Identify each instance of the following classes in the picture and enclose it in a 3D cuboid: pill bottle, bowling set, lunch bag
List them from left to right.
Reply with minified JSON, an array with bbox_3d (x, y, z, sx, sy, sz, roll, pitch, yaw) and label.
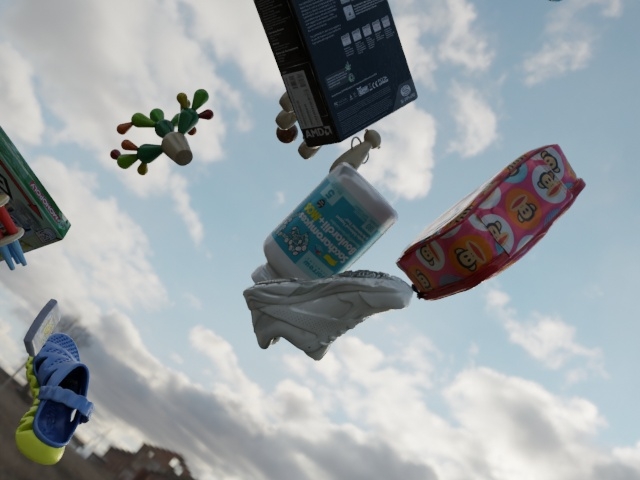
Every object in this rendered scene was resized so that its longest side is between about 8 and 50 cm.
[{"bbox_3d":[-0.014,-0.283,1.752,0.200,0.154,0.287,27,-21,49],"label":"bowling set"},{"bbox_3d":[0.000,0.000,1.362,0.146,0.264,0.146,44,7,-6],"label":"pill bottle"},{"bbox_3d":[0.261,-0.024,1.257,0.120,0.293,0.258,53,-26,-1],"label":"lunch bag"}]

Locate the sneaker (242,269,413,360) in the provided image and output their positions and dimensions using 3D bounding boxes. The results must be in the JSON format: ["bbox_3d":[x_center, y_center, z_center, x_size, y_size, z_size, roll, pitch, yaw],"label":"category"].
[{"bbox_3d":[0.014,0.102,1.034,0.232,0.090,0.115,-6,-86,20],"label":"sneaker"}]

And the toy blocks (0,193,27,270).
[{"bbox_3d":[-0.462,-0.030,1.047,0.123,0.054,0.148,1,-61,32],"label":"toy blocks"}]

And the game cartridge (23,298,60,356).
[{"bbox_3d":[-0.430,0.134,1.197,0.017,0.083,0.056,17,-38,7],"label":"game cartridge"}]

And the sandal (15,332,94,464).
[{"bbox_3d":[-0.503,0.288,1.521,0.126,0.138,0.317,38,16,-34],"label":"sandal"}]

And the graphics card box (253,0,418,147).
[{"bbox_3d":[0.017,-0.370,1.307,0.094,0.233,0.370,-3,-65,47],"label":"graphics card box"}]

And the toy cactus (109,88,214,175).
[{"bbox_3d":[-0.281,-0.186,1.433,0.180,0.219,0.112,51,-10,46],"label":"toy cactus"}]

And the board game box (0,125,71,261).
[{"bbox_3d":[-0.543,-0.102,1.122,0.214,0.046,0.317,-18,-58,15],"label":"board game box"}]
